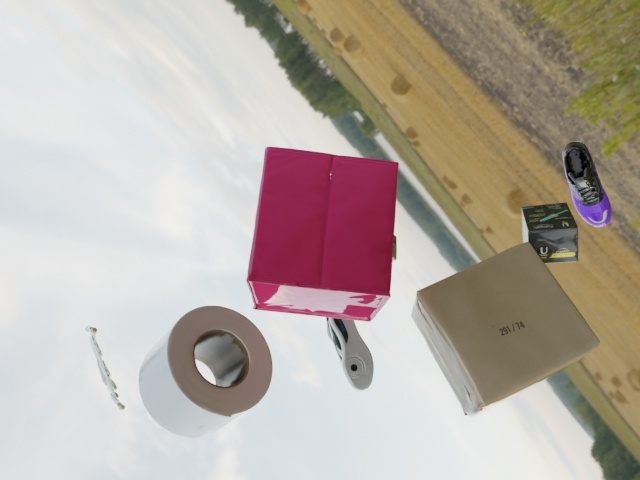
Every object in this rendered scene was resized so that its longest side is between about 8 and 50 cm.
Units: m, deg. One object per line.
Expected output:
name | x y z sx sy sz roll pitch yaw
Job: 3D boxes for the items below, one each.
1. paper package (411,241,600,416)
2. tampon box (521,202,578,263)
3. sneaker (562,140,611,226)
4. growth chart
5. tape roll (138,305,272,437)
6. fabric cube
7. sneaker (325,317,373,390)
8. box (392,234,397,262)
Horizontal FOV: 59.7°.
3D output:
paper package | 0.426 0.210 1.344 0.168 0.325 0.309 89 156 -65
tampon box | 0.603 -0.019 1.477 0.161 0.121 0.101 -65 -33 -61
sneaker | 0.836 -0.176 1.774 0.146 0.102 0.293 -14 -97 -62
growth chart | -0.543 0.317 1.401 0.172 0.021 0.237 4 112 59
tape roll | -0.250 0.286 1.220 0.246 0.169 0.246 22 -132 -27
fabric cube | 0.000 0.000 1.090 0.254 0.259 0.257 104 172 -72
sneaker | 0.074 0.281 1.451 0.121 0.079 0.216 119 135 -74
box | 0.079 -0.001 1.550 0.232 0.148 0.126 37 -150 -15
